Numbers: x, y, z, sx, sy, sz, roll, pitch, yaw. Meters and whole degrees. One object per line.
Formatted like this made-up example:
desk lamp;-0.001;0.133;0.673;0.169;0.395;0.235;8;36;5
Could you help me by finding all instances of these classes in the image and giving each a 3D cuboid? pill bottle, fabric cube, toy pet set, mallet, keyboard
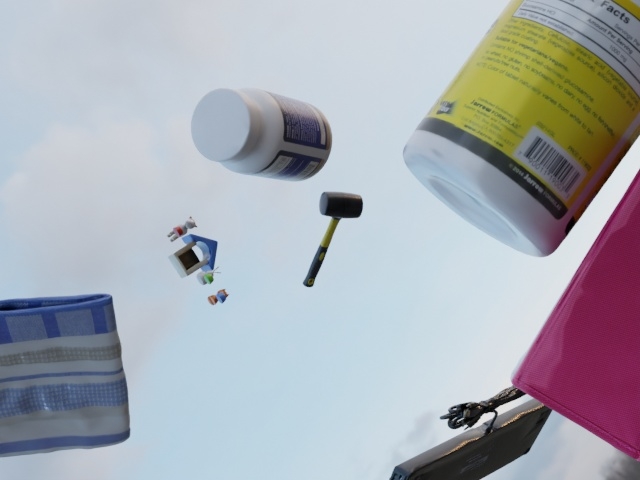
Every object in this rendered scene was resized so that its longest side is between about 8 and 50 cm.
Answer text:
pill bottle;-0.103;-0.189;1.790;0.264;0.153;0.153;4;-64;-61
fabric cube;0.367;0.081;0.975;0.258;0.259;0.254;-62;-15;8
toy pet set;-0.160;0.024;1.409;0.065;0.122;0.114;-34;7;-24
mallet;0.000;0.000;1.529;0.062;0.039;0.190;11;-51;-25
pill bottle;0.250;-0.165;1.023;0.334;0.188;0.188;-53;-22;-4
keyboard;0.205;0.255;1.307;0.317;0.033;0.201;-15;-44;-42

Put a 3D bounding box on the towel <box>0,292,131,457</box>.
towel;-0.344;0.173;1.230;0.209;0.034;0.285;-4;-45;-9
